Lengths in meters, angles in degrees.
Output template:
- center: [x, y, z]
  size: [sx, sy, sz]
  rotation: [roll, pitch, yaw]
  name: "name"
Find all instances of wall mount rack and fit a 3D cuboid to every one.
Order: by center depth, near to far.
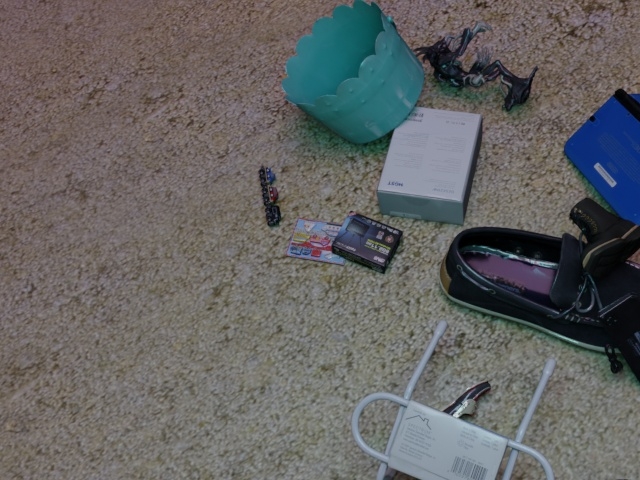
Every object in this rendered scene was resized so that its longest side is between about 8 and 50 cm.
- center: [0.243, 0.308, 1.503]
  size: [0.350, 0.130, 0.304]
  rotation: [19, 88, 20]
  name: "wall mount rack"

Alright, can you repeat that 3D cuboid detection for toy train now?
- center: [-0.109, -0.099, 1.924]
  size: [0.036, 0.027, 0.158]
  rotation: [-11, 57, -1]
  name: "toy train"

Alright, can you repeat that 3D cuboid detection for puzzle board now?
- center: [0.000, 0.000, 1.852]
  size: [0.128, 0.011, 0.096]
  rotation: [9, 60, 15]
  name: "puzzle board"

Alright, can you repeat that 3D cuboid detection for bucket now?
- center: [0.075, -0.357, 1.905]
  size: [0.281, 0.183, 0.281]
  rotation: [-27, 45, 30]
  name: "bucket"

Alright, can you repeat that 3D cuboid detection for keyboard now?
- center: [0.547, 0.184, 1.557]
  size: [0.108, 0.180, 0.023]
  rotation: [-35, 16, 5]
  name: "keyboard"

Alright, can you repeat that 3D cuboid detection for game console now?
- center: [0.686, -0.164, 1.784]
  size: [0.250, 0.173, 0.293]
  rotation: [-47, 40, 21]
  name: "game console"

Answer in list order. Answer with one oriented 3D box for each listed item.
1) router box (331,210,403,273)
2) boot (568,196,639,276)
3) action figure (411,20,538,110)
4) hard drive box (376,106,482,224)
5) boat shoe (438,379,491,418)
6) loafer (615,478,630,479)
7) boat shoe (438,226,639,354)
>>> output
- center: [0.095, 0.003, 1.809]
  size: [0.122, 0.038, 0.092]
  rotation: [22, 65, 14]
  name: "router box"
- center: [0.480, -0.011, 1.579]
  size: [0.137, 0.077, 0.198]
  rotation: [40, 34, 28]
  name: "boot"
- center: [0.341, -0.396, 1.959]
  size: [0.276, 0.164, 0.141]
  rotation: [28, 87, 14]
  name: "action figure"
- center: [0.233, -0.162, 1.866]
  size: [0.181, 0.089, 0.232]
  rotation: [9, 60, 16]
  name: "hard drive box"
- center: [0.256, 0.302, 1.594]
  size: [0.137, 0.049, 0.043]
  rotation: [-35, 64, -9]
  name: "boat shoe"
- center: [0.526, 0.512, 1.385]
  size: [0.109, 0.095, 0.302]
  rotation: [-13, 57, 2]
  name: "loafer"
- center: [0.464, 0.082, 1.635]
  size: [0.500, 0.156, 0.186]
  rotation: [13, 59, 16]
  name: "boat shoe"
